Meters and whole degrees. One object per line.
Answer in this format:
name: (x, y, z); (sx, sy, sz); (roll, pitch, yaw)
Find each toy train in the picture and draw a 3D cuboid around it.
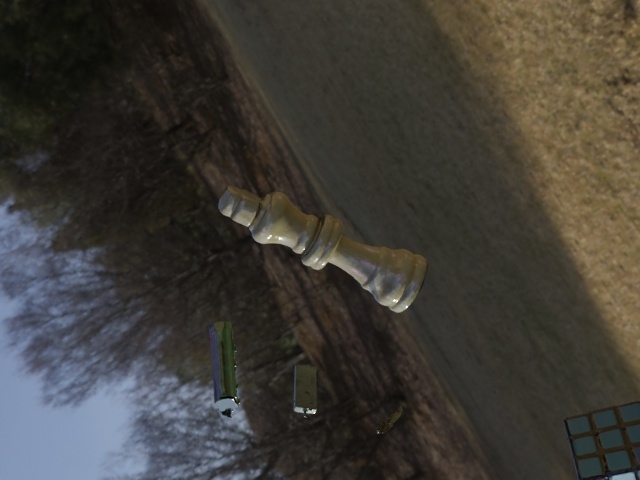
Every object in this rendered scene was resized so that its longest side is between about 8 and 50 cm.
toy train: (-0.146, 0.199, 1.188); (0.071, 0.038, 0.148); (84, 176, -52)

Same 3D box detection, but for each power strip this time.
power strip: (-0.033, 0.321, 1.652); (0.136, 0.051, 0.019); (-92, 15, -49)

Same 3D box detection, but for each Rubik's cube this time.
Rubik's cube: (0.577, 0.432, 1.495); (0.160, 0.162, 0.163); (-84, -28, -55)

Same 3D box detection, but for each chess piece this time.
chess piece: (0.000, 0.000, 1.422); (0.397, 0.117, 0.117); (26, -173, -13)

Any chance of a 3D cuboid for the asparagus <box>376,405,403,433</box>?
asparagus: (0.132, 0.337, 1.458); (0.022, 0.023, 0.233); (65, -169, 10)
